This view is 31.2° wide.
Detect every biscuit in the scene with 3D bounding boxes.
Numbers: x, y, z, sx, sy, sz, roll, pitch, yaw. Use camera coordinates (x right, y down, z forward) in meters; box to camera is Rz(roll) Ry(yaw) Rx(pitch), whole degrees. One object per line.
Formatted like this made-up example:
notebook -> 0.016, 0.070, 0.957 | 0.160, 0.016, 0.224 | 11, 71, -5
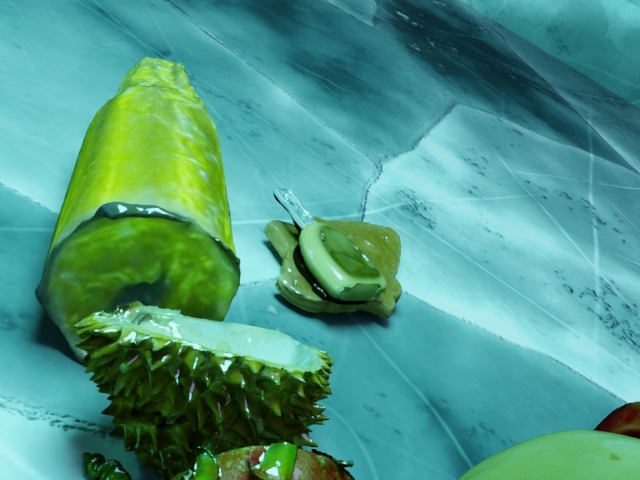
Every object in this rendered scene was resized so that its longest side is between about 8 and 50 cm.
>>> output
biscuit -> 0.024, 0.025, 1.250 | 0.162, 0.035, 0.250 | 43, 31, 13

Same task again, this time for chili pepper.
chili pepper -> -0.139, 0.178, 0.825 | 0.083, 0.022, 0.027 | 31, 59, -1

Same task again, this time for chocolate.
chocolate -> -0.156, -0.068, 1.081 | 0.162, 0.162, 0.445 | 22, 26, -17

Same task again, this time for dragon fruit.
dragon fruit -> -0.051, 0.206, 0.778 | 0.142, 0.138, 0.175 | 4, 44, 35

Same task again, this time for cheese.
cheese -> 0.000, 0.001, 1.199 | 0.086, 0.036, 0.162 | 1, 40, -45

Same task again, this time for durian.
durian -> -0.076, 0.114, 0.870 | 0.252, 0.144, 0.139 | 9, 30, -31

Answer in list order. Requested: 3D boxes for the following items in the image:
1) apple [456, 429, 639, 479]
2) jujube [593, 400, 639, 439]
apple -> 0.182, 0.258, 0.780 | 0.262, 0.262, 0.262 | 25, 26, -13
jujube -> 0.344, 0.226, 1.112 | 0.155, 0.155, 0.230 | 44, 22, 25
